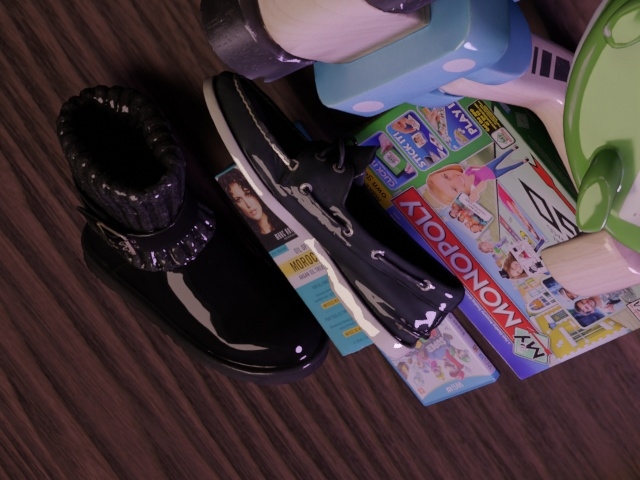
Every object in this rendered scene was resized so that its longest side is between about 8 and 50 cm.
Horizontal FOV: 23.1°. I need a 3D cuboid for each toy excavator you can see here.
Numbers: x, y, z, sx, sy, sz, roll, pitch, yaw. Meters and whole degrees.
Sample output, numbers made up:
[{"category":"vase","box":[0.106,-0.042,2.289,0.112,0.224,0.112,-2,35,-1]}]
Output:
[{"category":"toy excavator","box":[0.136,-0.184,1.342,0.222,0.445,0.433,-21,68,46]}]

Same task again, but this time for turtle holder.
[{"category":"turtle holder","box":[0.307,-0.146,1.206,0.243,0.227,0.320,-5,112,14]}]

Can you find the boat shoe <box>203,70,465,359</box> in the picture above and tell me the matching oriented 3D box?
[{"category":"boat shoe","box":[0.021,-0.045,1.544,0.113,0.127,0.340,-34,93,18]}]

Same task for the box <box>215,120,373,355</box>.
[{"category":"box","box":[0.000,0.000,1.683,0.100,0.060,0.244,-28,101,46]}]

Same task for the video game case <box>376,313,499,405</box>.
[{"category":"video game case","box":[0.107,0.105,1.740,0.119,0.015,0.166,-27,106,46]}]

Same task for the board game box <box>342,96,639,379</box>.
[{"category":"board game box","box":[0.180,-0.020,1.559,0.317,0.046,0.213,49,137,-8]}]

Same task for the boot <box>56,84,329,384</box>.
[{"category":"boot","box":[-0.140,-0.001,1.714,0.348,0.131,0.260,28,147,16]}]
